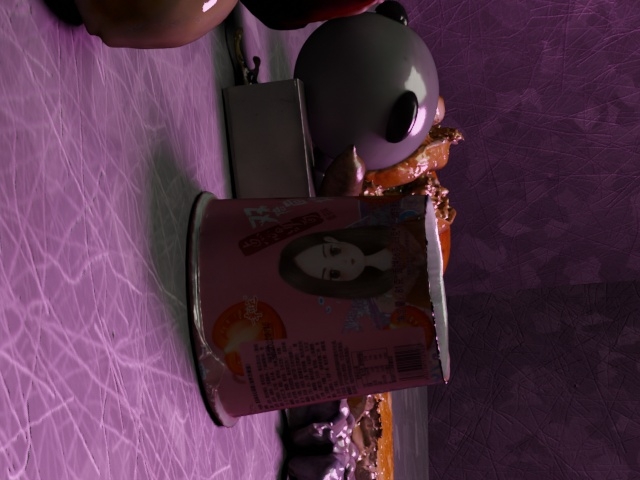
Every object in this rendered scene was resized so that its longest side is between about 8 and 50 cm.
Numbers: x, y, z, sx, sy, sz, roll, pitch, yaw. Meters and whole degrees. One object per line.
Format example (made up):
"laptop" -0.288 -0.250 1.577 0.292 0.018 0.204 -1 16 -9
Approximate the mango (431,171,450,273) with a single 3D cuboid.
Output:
"mango" 0.114 -0.076 2.459 0.201 0.199 0.350 -37 115 -64

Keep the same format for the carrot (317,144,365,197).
"carrot" 0.001 0.000 1.762 0.342 0.070 0.070 106 -13 -53

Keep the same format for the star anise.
"star anise" 0.008 0.268 1.833 0.229 0.093 0.236 -74 159 -71

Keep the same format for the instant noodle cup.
"instant noodle cup" 0.005 0.058 1.450 0.243 0.231 0.243 -6 90 -82

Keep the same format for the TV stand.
"TV stand" -0.048 -0.042 1.648 0.083 0.088 0.269 -10 94 -84

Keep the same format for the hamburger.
"hamburger" 0.082 -0.101 2.063 0.245 0.260 0.211 -163 -118 -78

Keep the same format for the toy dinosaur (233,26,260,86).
"toy dinosaur" -0.080 -0.171 1.721 0.058 0.037 0.180 -53 133 -56

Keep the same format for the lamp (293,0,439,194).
"lamp" 0.036 -0.166 1.759 0.244 0.197 0.198 -38 -137 45

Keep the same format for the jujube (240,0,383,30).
"jujube" -0.013 -0.425 1.677 0.258 0.258 0.377 16 74 -82

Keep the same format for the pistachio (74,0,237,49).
"pistachio" -0.123 -0.205 1.083 0.215 0.144 0.144 -76 160 -85

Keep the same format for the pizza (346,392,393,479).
"pizza" 0.065 0.342 2.211 0.223 0.089 0.323 69 19 -56
